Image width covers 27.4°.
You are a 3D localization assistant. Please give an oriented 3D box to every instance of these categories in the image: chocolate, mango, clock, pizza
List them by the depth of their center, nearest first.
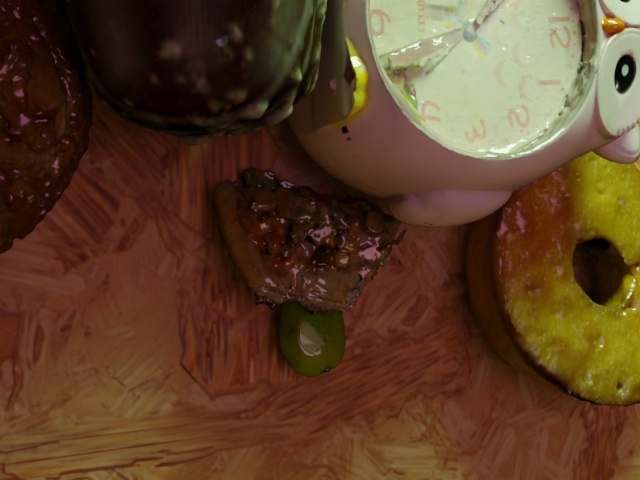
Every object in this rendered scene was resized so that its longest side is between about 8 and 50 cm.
[{"bbox_3d":[-0.098,-0.187,1.117,0.225,0.340,0.210,-5,97,2],"label":"chocolate"},{"bbox_3d":[0.000,0.000,1.324,0.226,0.069,0.147,12,51,-25],"label":"pizza"},{"bbox_3d":[0.147,-0.198,1.340,0.376,0.250,0.368,-3,88,-24],"label":"clock"},{"bbox_3d":[-0.010,0.085,1.343,0.073,0.056,0.108,-5,81,-35],"label":"mango"}]

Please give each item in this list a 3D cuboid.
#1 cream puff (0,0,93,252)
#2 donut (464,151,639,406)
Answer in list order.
[{"bbox_3d":[-0.320,-0.120,1.085,0.303,0.212,0.303,-1,92,-32],"label":"cream puff"},{"bbox_3d":[0.290,0.042,1.493,0.302,0.110,0.303,3,83,-30],"label":"donut"}]
